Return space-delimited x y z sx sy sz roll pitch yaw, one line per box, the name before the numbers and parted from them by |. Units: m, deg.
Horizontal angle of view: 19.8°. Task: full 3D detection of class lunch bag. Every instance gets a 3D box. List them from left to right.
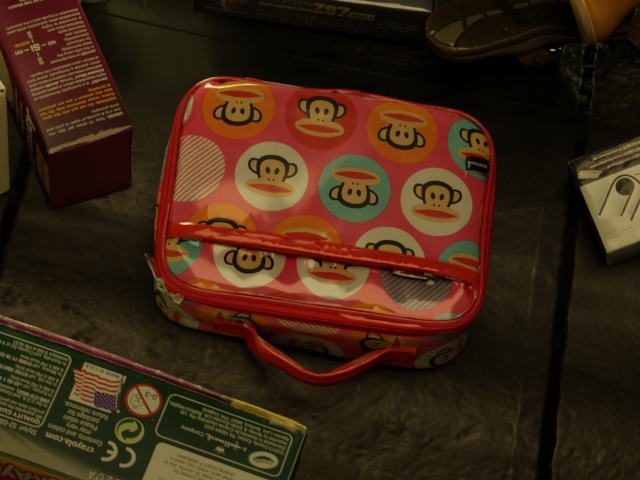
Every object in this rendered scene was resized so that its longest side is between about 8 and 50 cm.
lunch bag | 0.000 0.000 1.589 0.293 0.120 0.258 8 65 -2

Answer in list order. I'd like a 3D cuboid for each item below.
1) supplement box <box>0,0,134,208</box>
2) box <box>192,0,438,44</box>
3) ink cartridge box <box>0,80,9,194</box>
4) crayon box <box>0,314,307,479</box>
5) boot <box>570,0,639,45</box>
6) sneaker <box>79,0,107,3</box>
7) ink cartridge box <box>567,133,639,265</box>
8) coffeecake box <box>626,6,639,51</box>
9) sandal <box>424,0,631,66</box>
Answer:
supplement box | -0.236 -0.138 1.631 0.080 0.104 0.188 -18 66 -16
box | 0.001 -0.292 1.773 0.232 0.059 0.183 8 61 -3
ink cartridge box | -0.368 -0.147 1.578 0.100 0.172 0.237 -30 69 -21
crayon box | -0.211 0.182 1.340 0.363 0.313 0.106 19 57 3
boot | 0.331 -0.283 1.706 0.211 0.104 0.295 -12 27 15
sneaker | -0.240 -0.273 1.691 0.240 0.126 0.091 -29 69 -21
ink cartridge box | 0.338 -0.061 1.663 0.207 0.046 0.097 -21 70 3
coffeecake box | 0.412 -0.187 1.769 0.142 0.068 0.185 -34 71 -23
sandal | 0.193 -0.193 1.742 0.219 0.060 0.090 -16 49 -29
